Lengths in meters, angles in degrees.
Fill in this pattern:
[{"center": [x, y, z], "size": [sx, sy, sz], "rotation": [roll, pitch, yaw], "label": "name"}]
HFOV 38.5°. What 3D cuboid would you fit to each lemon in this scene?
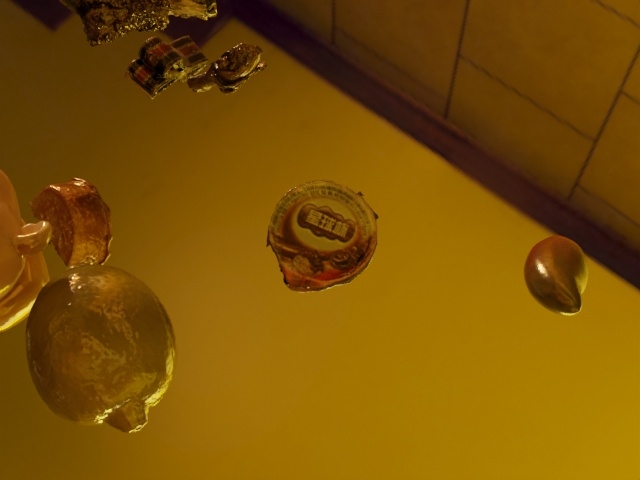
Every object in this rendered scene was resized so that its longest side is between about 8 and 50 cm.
[{"center": [-0.277, 0.124, 1.147], "size": [0.248, 0.184, 0.184], "rotation": [61, 170, 27], "label": "lemon"}]

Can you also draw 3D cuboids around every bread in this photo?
[{"center": [-0.562, -0.051, 2.108], "size": [0.229, 0.143, 0.139], "rotation": [52, 128, 20], "label": "bread"}]

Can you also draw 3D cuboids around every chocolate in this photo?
[{"center": [0.001, 0.008, 1.720], "size": [0.221, 0.221, 0.147], "rotation": [40, 163, 9], "label": "chocolate"}]

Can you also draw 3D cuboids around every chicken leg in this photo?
[{"center": [-0.204, -0.357, 1.960], "size": [0.196, 0.125, 0.080], "rotation": [-25, 106, 22], "label": "chicken leg"}]

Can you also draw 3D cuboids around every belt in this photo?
[{"center": [-0.355, -0.423, 2.178], "size": [0.094, 0.126, 0.359], "rotation": [42, -161, -5], "label": "belt"}]

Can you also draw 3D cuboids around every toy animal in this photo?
[{"center": [-0.518, 0.008, 1.127], "size": [0.277, 0.345, 0.247], "rotation": [68, 159, 2], "label": "toy animal"}]

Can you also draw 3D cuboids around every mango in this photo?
[{"center": [0.517, 0.076, 2.016], "size": [0.146, 0.129, 0.289], "rotation": [53, -157, 1], "label": "mango"}]

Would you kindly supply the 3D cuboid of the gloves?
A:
[{"center": [-0.340, -0.438, 1.638], "size": [0.210, 0.312, 0.135], "rotation": [-101, 22, -50], "label": "gloves"}]
